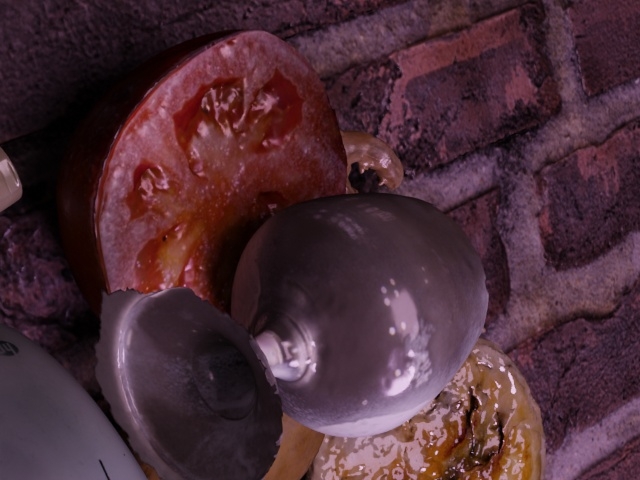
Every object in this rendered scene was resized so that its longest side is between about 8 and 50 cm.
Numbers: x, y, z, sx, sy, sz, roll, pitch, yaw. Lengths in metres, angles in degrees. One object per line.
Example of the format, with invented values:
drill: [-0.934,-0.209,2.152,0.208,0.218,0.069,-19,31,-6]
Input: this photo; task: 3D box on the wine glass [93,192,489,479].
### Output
wine glass: [-0.009,0.082,1.653,0.323,0.238,0.238,-21,106,-45]

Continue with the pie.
pie: [0.121,0.262,1.971,0.339,0.077,0.339,-1,92,-34]

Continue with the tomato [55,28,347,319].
tomato: [-0.133,-0.051,1.743,0.338,0.144,0.338,-21,118,-45]

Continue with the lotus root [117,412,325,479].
lotus root: [-0.087,0.199,1.788,0.343,0.151,0.169,-33,157,-39]

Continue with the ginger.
ginger: [-0.011,-0.010,1.943,0.149,0.065,0.258,35,72,-26]

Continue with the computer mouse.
computer mouse: [-0.237,0.174,1.575,0.159,0.288,0.097,-15,142,-55]

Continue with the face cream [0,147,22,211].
face cream: [-0.367,-0.006,1.590,0.224,0.070,0.114,-36,116,-29]
